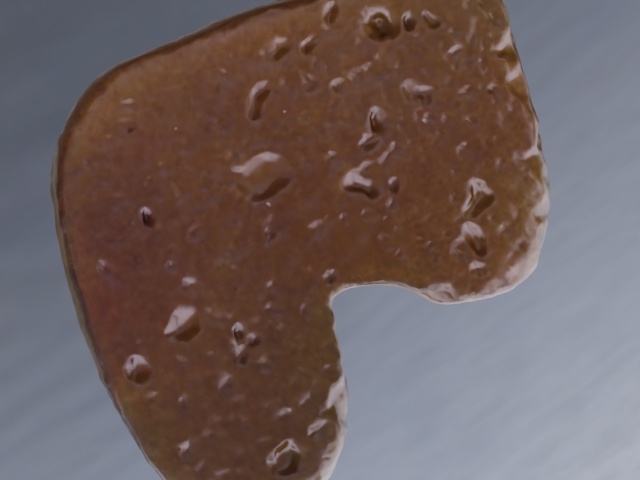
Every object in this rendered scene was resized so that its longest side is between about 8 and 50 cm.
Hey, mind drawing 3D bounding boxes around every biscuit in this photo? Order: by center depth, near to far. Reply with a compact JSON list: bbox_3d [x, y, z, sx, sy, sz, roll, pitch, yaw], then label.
[{"bbox_3d":[0.000,0.000,0.727,0.277,0.262,0.052,-23,-172,-3],"label":"biscuit"}]
